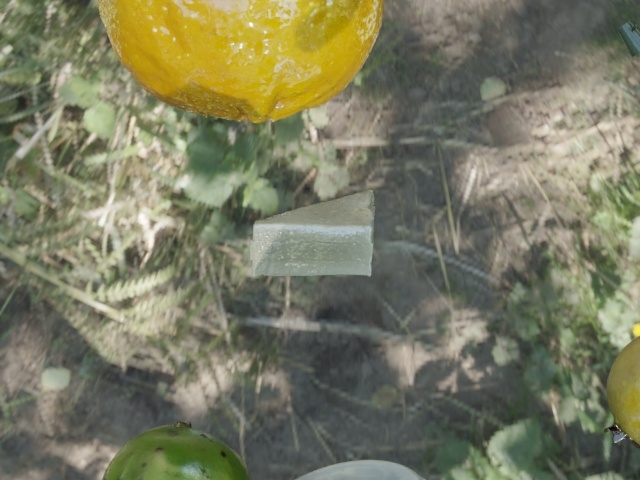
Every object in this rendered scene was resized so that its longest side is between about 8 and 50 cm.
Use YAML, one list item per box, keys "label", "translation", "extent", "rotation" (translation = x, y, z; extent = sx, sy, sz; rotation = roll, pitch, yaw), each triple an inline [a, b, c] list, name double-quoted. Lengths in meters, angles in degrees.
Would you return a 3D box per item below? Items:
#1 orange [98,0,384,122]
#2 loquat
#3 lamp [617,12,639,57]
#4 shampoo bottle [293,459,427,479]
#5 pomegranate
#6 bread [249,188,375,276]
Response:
- label: "orange"
  translation: [-0.091, -0.280, 1.402]
  extent: [0.340, 0.340, 0.294]
  rotation: [-1, 86, 2]
- label: "loquat"
  translation: [0.440, 0.177, 1.500]
  extent: [0.172, 0.149, 0.205]
  rotation: [30, 92, -44]
- label: "lamp"
  translation: [0.390, -0.262, 1.470]
  extent: [0.041, 0.121, 0.054]
  rotation: [-37, 91, -9]
- label: "shampoo bottle"
  translation: [0.050, 0.412, 1.373]
  extent: [0.272, 0.273, 0.266]
  rotation: [-12, 107, 7]
- label: "pomegranate"
  translation: [-0.171, 0.336, 1.434]
  extent: [0.202, 0.202, 0.248]
  rotation: [5, 70, 0]
- label: "bread"
  translation: [-0.008, -0.010, 1.455]
  extent: [0.152, 0.105, 0.077]
  rotation: [3, 117, -3]
